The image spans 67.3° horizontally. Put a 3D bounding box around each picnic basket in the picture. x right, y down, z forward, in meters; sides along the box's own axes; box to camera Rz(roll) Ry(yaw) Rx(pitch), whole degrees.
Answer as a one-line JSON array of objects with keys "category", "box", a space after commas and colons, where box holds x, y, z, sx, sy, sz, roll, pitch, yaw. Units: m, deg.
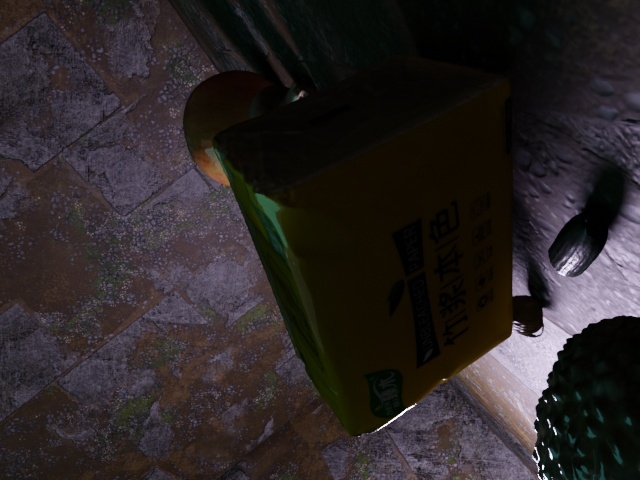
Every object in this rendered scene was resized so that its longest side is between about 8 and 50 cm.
[{"category": "picnic basket", "box": [0.356, 0.141, 0.847, 0.072, 0.072, 0.083, 48, 166, 47]}]

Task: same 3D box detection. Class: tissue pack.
[{"category": "tissue pack", "box": [0.074, 0.009, 0.606, 0.228, 0.293, 0.382, 42, 154, 49]}]

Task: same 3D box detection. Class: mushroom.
[{"category": "mushroom", "box": [-0.074, -0.312, 1.197, 0.204, 0.204, 0.204, 52, 177, 4]}]

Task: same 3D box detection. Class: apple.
[{"category": "apple", "box": [-0.231, -0.332, 1.485, 0.364, 0.364, 0.364, 52, 177, 4]}]

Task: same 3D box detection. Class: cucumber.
[{"category": "cucumber", "box": [0.287, 0.000, 0.527, 0.048, 0.048, 0.105, 50, 172, 26]}]

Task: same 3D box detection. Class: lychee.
[{"category": "lychee", "box": [0.346, 0.211, 0.479, 0.255, 0.255, 0.274, 69, -165, -79]}]
